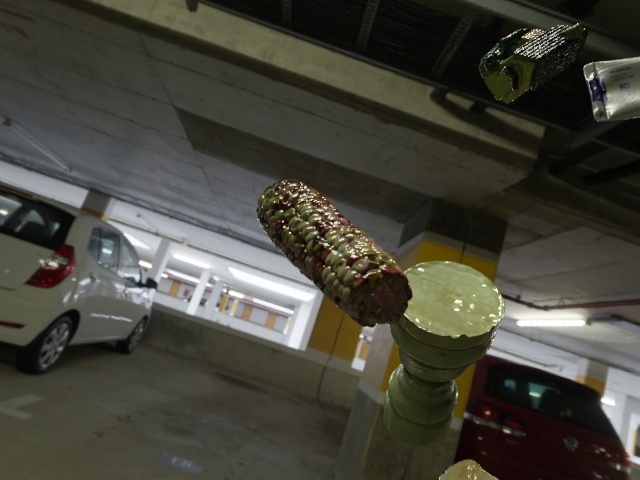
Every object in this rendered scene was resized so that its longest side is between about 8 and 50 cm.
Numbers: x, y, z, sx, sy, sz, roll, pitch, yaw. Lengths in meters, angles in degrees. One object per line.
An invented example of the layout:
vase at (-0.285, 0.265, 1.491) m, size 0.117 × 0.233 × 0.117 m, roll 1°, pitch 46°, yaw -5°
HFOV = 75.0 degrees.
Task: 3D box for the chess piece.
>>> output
chess piece at (0.250, 0.284, 0.964) m, size 0.234 × 0.234 × 0.442 m, roll 15°, pitch -53°, yaw 16°

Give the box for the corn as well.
corn at (0.000, 0.000, 0.489) m, size 0.092 × 0.092 × 0.280 m, roll 28°, pitch 9°, yaw -35°

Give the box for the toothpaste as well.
toothpaste at (0.466, -0.176, 0.435) m, size 0.323 × 0.100 × 0.066 m, roll 0°, pitch -30°, yaw 20°

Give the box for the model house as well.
model house at (0.581, -0.508, 1.141) m, size 0.170 × 0.194 × 0.211 m, roll 59°, pitch -12°, yaw -6°

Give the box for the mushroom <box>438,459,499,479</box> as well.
mushroom at (0.189, 0.356, 0.492) m, size 0.099 × 0.096 × 0.278 m, roll -8°, pitch -51°, yaw 16°
